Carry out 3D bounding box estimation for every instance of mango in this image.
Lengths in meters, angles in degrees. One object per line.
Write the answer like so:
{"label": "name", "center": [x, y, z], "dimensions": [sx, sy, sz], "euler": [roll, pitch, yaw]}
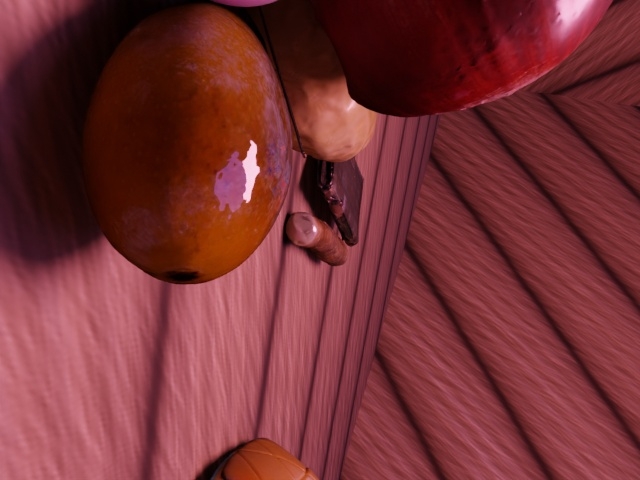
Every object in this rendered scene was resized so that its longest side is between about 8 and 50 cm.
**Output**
{"label": "mango", "center": [-0.096, -0.101, 0.476], "dimensions": [0.316, 0.146, 0.192], "euler": [-92, 177, -46]}

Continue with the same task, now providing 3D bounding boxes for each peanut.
{"label": "peanut", "center": [-0.010, -0.195, 0.721], "dimensions": [0.319, 0.148, 0.147], "euler": [56, 47, -64]}

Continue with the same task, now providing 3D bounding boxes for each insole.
{"label": "insole", "center": [-0.036, -0.146, 0.510], "dimensions": [0.053, 0.002, 0.152], "euler": [-135, -151, -87]}

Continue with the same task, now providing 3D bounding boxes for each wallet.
{"label": "wallet", "center": [0.040, -0.111, 1.117], "dimensions": [0.317, 0.044, 0.169], "euler": [56, 36, -68]}

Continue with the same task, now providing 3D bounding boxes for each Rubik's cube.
{"label": "Rubik's cube", "center": [-0.109, 0.428, 0.907], "dimensions": [0.254, 0.255, 0.254], "euler": [12, 90, -76]}

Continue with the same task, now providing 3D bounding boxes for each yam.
{"label": "yam", "center": [0.000, 0.000, 1.073], "dimensions": [0.300, 0.066, 0.066], "euler": [39, 64, -73]}

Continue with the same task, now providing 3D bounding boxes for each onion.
{"label": "onion", "center": [0.139, -0.295, 0.549], "dimensions": [0.341, 0.341, 0.341], "euler": [12, 90, -76]}

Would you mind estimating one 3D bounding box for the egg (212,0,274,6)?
{"label": "egg", "center": [-0.062, -0.258, 0.345], "dimensions": [0.271, 0.196, 0.196], "euler": [56, 47, -62]}
